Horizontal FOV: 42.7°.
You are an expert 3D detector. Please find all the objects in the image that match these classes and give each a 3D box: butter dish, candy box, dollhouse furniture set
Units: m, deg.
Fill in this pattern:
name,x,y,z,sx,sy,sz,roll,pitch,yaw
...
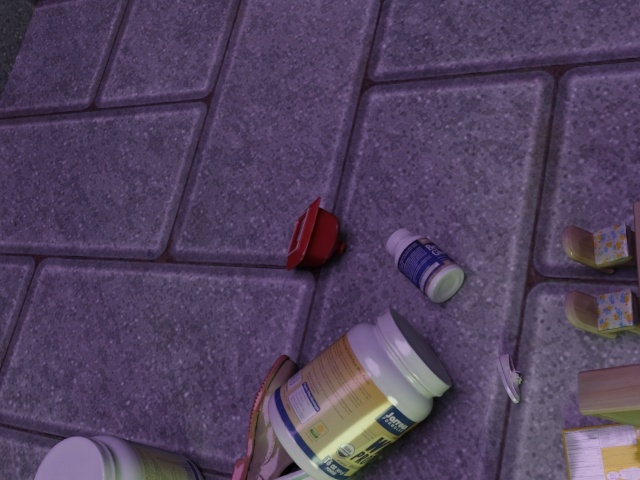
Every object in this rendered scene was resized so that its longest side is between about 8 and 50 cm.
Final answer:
name,x,y,z,sx,sy,sz,roll,pitch,yaw
butter dish,0.000,0.000,1.898,0.160,0.118,0.160,140,148,-70
candy box,0.533,0.372,1.433,0.205,0.027,0.105,-14,58,26
dollhouse furniture set,0.559,0.098,1.334,0.362,0.256,0.394,-20,59,48

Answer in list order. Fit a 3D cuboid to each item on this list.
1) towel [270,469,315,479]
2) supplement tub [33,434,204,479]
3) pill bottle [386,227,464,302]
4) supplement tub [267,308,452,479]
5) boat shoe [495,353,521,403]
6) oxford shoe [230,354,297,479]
name,x,y,z,sx,sy,sz,roll,pitch,yaw
towel,-0.060,0.632,1.605,0.247,0.038,0.325,-22,68,5
supplement tub,-0.426,0.550,1.757,0.235,0.325,0.235,-14,61,26
pill bottle,0.217,0.047,1.744,0.094,0.094,0.169,-48,52,3
supplement tub,0.078,0.306,1.622,0.316,0.228,0.228,-40,53,10
boat shoe,0.371,0.265,1.584,0.035,0.035,0.100,-29,49,21
oxford shoe,-0.090,0.423,1.761,0.130,0.123,0.348,11,77,15
